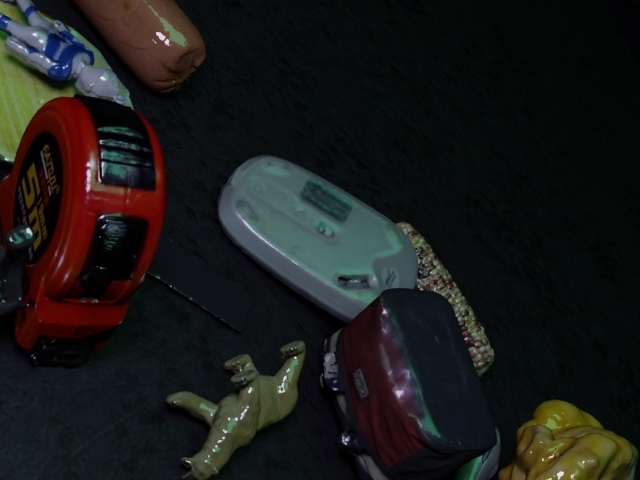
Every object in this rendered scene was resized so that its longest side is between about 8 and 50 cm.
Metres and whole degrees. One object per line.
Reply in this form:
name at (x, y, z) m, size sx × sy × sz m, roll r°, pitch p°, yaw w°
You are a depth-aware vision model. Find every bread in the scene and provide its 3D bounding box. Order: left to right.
bread at (-0.387, -0.199, 1.182) m, size 0.301 × 0.045 × 0.301 m, roll 26°, pitch 41°, yaw -24°

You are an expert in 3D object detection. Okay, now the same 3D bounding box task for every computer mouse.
computer mouse at (-0.003, 0.003, 1.352) m, size 0.331 × 0.095 × 0.197 m, roll 34°, pitch 52°, yaw -2°

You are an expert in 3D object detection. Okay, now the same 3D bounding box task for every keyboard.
keyboard at (-0.177, 0.049, 1.201) m, size 0.196 × 0.015 × 0.074 m, roll 35°, pitch 43°, yaw -18°

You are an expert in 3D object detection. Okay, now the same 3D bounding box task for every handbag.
handbag at (0.104, 0.205, 1.205) m, size 0.181 × 0.181 × 0.254 m, roll 6°, pitch 54°, yaw -38°

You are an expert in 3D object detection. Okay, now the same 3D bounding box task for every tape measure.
tape measure at (-0.264, -0.027, 0.992) m, size 0.114 × 0.260 × 0.253 m, roll 8°, pitch 47°, yaw -38°

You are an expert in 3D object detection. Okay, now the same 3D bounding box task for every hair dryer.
hair dryer at (0.170, 0.310, 1.299) m, size 0.199 × 0.067 × 0.167 m, roll 25°, pitch 47°, yaw -12°

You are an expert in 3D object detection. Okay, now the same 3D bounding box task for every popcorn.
popcorn at (0.334, 0.393, 1.240) m, size 0.280 × 0.297 × 0.316 m, roll 2°, pitch 9°, yaw 0°

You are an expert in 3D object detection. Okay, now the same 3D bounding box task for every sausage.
sausage at (-0.297, -0.360, 1.352) m, size 0.304 × 0.121 × 0.121 m, roll 50°, pitch 37°, yaw 2°

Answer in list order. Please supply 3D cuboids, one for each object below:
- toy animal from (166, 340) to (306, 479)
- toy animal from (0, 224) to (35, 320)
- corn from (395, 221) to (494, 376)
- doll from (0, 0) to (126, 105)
toy animal at (-0.096, 0.206, 1.095) m, size 0.218 × 0.103 × 0.101 m, roll -26°, pitch 101°, yaw -57°
toy animal at (-0.390, -0.014, 0.921) m, size 0.114 × 0.146 × 0.245 m, roll -20°, pitch 69°, yaw -39°
corn at (0.182, 0.100, 1.454) m, size 0.098 × 0.098 × 0.290 m, roll -26°, pitch 82°, yaw -52°
doll at (-0.351, -0.246, 1.181) m, size 0.227 × 0.057 × 0.114 m, roll 38°, pitch 31°, yaw 5°
